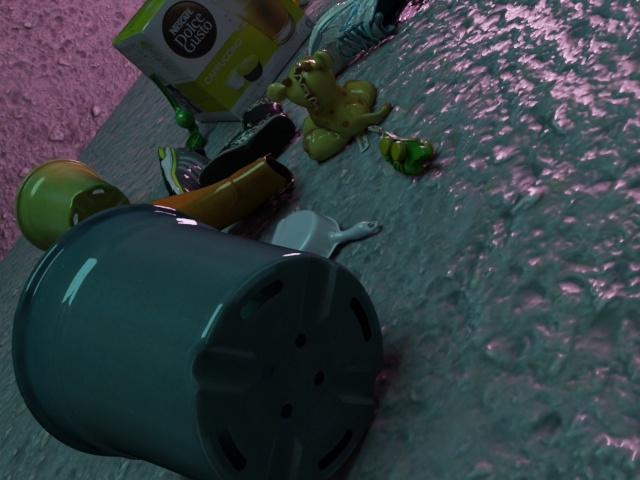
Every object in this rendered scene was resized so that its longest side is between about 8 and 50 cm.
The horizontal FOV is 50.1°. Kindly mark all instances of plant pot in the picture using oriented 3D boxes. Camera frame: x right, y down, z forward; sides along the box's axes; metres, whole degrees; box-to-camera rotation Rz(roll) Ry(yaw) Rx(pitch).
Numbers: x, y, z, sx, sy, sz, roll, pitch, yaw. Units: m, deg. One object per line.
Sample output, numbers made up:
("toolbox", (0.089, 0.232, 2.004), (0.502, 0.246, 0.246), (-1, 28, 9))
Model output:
("plant pot", (-0.129, 0.128, 0.805), (0.334, 0.341, 0.341), (4, 57, 47))
("plant pot", (-0.657, -0.078, 1.884), (0.254, 0.276, 0.276), (13, 65, 47))

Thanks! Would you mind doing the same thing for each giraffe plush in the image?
("giraffe plush", (0.001, -0.253, 1.218), (0.181, 0.170, 0.210), (-47, 28, 4))

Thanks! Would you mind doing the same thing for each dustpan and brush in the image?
("dustpan and brush", (0.000, 0.000, 1.045), (0.211, 0.060, 0.147), (-29, 35, 45))

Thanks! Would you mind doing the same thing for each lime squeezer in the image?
("lime squeezer", (-0.377, -0.302, 1.845), (0.059, 0.110, 0.310), (-32, 73, 48))

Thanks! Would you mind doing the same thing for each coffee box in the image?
("coffee box", (-0.294, -0.551, 1.830), (0.337, 0.334, 0.338), (-55, 28, -10))

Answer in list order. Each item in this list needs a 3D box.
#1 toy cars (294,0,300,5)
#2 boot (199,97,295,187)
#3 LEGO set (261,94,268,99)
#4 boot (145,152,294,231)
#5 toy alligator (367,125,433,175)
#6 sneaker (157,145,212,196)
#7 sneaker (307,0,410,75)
("toy cars", (-0.040, -0.743, 1.964), (0.394, 0.087, 0.176), (-26, 70, 33))
("boot", (-0.162, -0.211, 1.495), (0.236, 0.085, 0.178), (-36, 28, 10))
("LEGO set", (-0.128, -0.360, 1.690), (0.083, 0.023, 0.054), (-24, 37, 38))
("boot", (-0.178, -0.080, 1.211), (0.211, 0.104, 0.295), (-34, -7, 22))
("toy alligator", (0.117, -0.133, 1.039), (0.190, 0.056, 0.051), (-138, 48, -62))
("sneaker", (-0.286, -0.132, 1.544), (0.121, 0.111, 0.300), (-16, 44, -12))
("sneaker", (0.084, -0.443, 1.408), (0.283, 0.110, 0.122), (-50, 46, 16))
